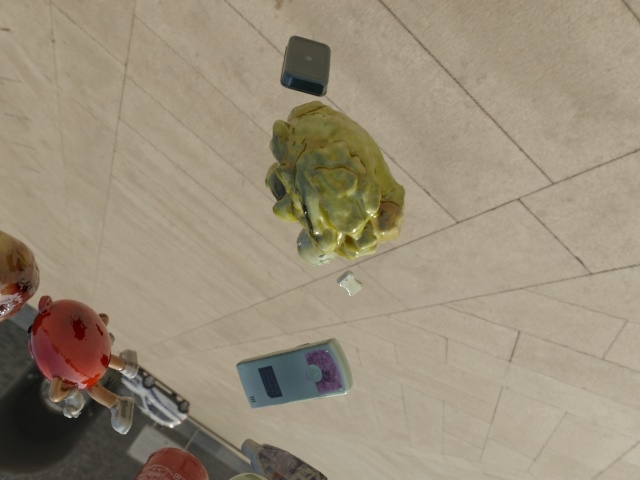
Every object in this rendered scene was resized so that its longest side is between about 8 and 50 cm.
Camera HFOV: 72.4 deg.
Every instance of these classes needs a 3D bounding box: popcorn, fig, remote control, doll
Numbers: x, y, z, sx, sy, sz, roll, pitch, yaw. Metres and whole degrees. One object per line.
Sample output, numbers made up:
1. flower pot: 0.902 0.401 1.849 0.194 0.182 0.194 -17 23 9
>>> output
1. popcorn: 0.020 -0.102 0.772 0.286 0.215 0.252 62 165 -2
2. fig: -0.529 0.010 0.608 0.257 0.159 0.159 47 149 -5
3. remote control: 0.114 0.166 1.707 0.122 0.074 0.032 50 179 -41
4. remote control: -0.077 0.366 1.191 0.343 0.050 0.145 -20 89 29
5. doll: -0.354 0.173 0.648 0.085 0.183 0.217 -23 129 3

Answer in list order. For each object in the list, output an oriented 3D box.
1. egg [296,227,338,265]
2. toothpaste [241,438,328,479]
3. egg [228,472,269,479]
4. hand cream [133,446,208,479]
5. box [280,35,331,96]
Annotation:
1. egg: 0.003 0.001 1.534 0.164 0.164 0.201 39 119 -10
2. toothpaste: -0.112 0.617 1.183 0.282 0.099 0.068 14 159 40
3. egg: -0.152 0.627 0.880 0.202 0.283 0.203 -5 151 -3
4. hand cream: -0.485 0.793 1.387 0.230 0.149 0.230 4 109 12
5. box: -0.025 -0.329 0.818 0.091 0.126 0.031 12 148 -11
